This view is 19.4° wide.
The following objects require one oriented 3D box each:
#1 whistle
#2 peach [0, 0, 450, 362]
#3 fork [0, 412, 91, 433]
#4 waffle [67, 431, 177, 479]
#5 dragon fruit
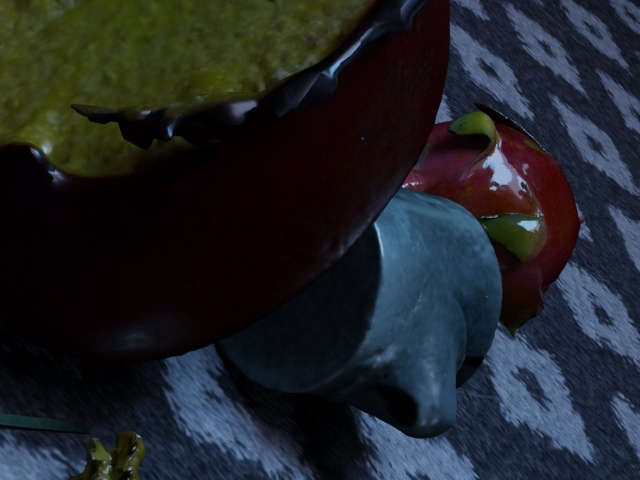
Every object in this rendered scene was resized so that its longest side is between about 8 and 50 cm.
[{"bbox_3d":[-0.020,0.022,1.610,0.405,0.188,0.168,23,8,42],"label":"whistle"},{"bbox_3d":[-0.096,-0.125,1.350,0.353,0.416,0.339,9,38,-55],"label":"peach"},{"bbox_3d":[-0.226,0.111,1.233,0.235,0.021,0.039,11,45,-54],"label":"fork"},{"bbox_3d":[-0.158,0.205,1.133,0.293,0.069,0.260,17,40,-50],"label":"waffle"},{"bbox_3d":[0.144,-0.027,1.897,0.227,0.224,0.224,38,24,-16],"label":"dragon fruit"}]
